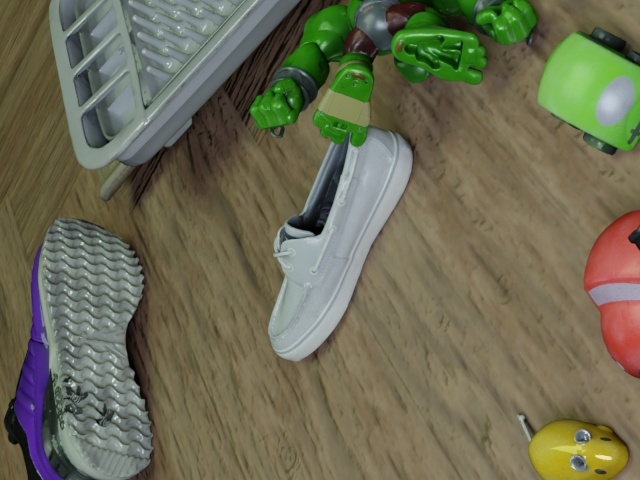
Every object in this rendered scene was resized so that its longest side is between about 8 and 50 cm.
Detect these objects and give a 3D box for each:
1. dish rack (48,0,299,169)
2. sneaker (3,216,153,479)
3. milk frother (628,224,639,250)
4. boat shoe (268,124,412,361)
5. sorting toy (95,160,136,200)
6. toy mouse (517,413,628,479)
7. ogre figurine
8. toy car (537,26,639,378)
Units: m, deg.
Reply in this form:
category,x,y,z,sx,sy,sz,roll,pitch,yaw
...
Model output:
category,x,y,z,sx,sy,sz,roll,pitch,yaw
dish rack,-0.106,-0.234,1.437,0.333,0.072,0.285,-45,41,25
sneaker,-0.231,0.116,1.453,0.146,0.102,0.293,-48,36,36
milk frother,0.234,0.024,0.729,0.143,0.129,0.135,-29,81,13
boat shoe,0.000,0.000,1.167,0.184,0.063,0.066,-60,31,18
sorting toy,-0.133,-0.207,1.557,0.307,0.041,0.229,-48,38,24
toy mouse,0.129,0.166,0.877,0.161,0.031,0.143,-1,72,60
ogre figurine,0.052,-0.142,1.120,0.197,0.097,0.118,-37,26,30
toy car,0.177,-0.068,0.915,0.239,0.053,0.225,-63,30,13
